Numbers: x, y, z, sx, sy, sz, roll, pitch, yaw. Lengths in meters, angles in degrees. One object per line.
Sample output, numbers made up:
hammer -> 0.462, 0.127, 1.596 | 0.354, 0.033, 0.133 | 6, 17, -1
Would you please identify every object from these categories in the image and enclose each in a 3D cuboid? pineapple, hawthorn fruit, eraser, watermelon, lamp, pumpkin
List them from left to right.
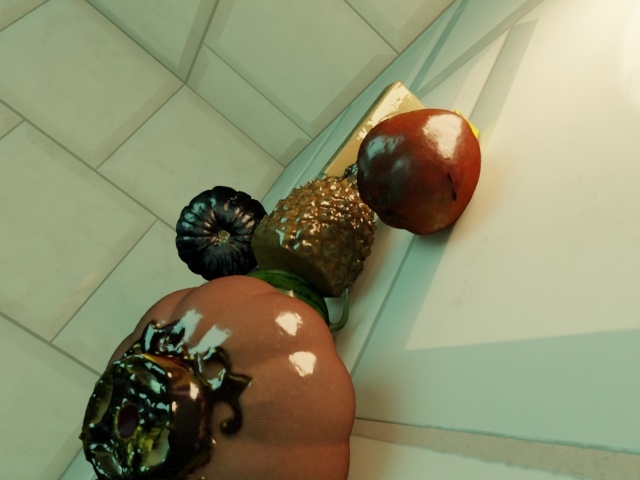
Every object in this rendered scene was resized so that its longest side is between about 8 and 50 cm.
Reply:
lamp -> -0.115, 0.185, 0.470 | 0.305, 0.305, 0.239 | -50, -30, 5
pumpkin -> -0.356, -0.023, 1.651 | 0.363, 0.363, 0.266 | -51, 7, 2
watermelon -> -0.064, 0.138, 0.694 | 0.188, 0.214, 0.188 | 3, -90, -86
pineapple -> 0.030, -0.059, 0.843 | 0.202, 0.202, 0.362 | -31, 20, 54
eraser -> 0.115, -0.191, 1.025 | 0.343, 0.144, 0.078 | -53, 15, -4
hawthorn fruit -> 0.154, -0.110, 0.654 | 0.202, 0.185, 0.185 | -42, 10, -18

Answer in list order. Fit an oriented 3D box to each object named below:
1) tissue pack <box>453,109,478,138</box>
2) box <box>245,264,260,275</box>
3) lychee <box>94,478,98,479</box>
tissue pack -> 0.196, -0.141, 0.803 | 0.176, 0.062, 0.095 | -37, 22, 43
box -> -0.253, 0.189, 1.132 | 0.350, 0.091, 0.359 | -41, -4, 39
lychee -> -0.479, 0.583, 0.844 | 0.200, 0.200, 0.238 | -39, 30, 40
